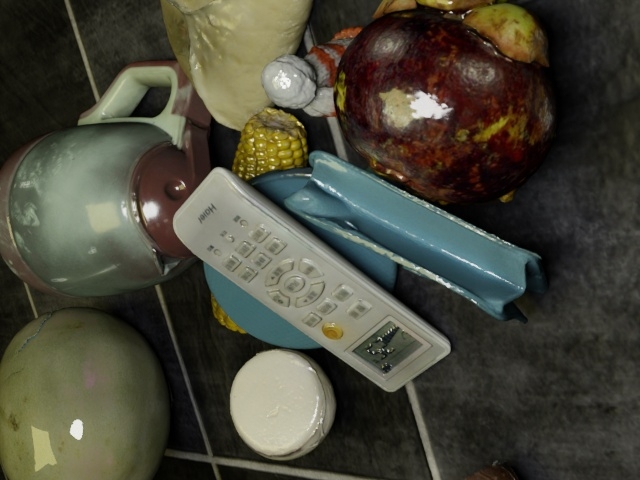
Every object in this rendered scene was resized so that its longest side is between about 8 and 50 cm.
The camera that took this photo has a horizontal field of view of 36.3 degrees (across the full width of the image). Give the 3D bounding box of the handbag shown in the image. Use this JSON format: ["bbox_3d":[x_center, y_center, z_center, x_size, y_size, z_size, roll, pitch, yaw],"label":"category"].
[{"bbox_3d":[0.089,0.003,0.888,0.229,0.179,0.062,28,89,19],"label":"handbag"}]

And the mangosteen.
[{"bbox_3d":[0.117,-0.141,0.822,0.192,0.192,0.217,31,97,38],"label":"mangosteen"}]

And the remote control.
[{"bbox_3d":[-0.007,0.040,1.037,0.313,0.055,0.109,37,129,-12],"label":"remote control"}]

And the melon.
[{"bbox_3d":[-0.363,0.251,1.494,0.268,0.268,0.330,-58,41,46],"label":"melon"}]

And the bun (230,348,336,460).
[{"bbox_3d":[-0.039,0.204,1.224,0.138,0.094,0.138,-4,80,21],"label":"bun"}]

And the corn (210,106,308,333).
[{"bbox_3d":[-0.071,-0.006,1.159,0.101,0.101,0.310,42,133,31],"label":"corn"}]

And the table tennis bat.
[{"bbox_3d":[0.000,0.000,1.059,0.215,0.044,0.329,39,125,-7],"label":"table tennis bat"}]

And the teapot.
[{"bbox_3d":[-0.242,-0.083,1.261,0.312,0.233,0.315,-4,75,45],"label":"teapot"}]

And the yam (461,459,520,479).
[{"bbox_3d":[0.220,0.349,0.954,0.280,0.131,0.131,49,138,21],"label":"yam"}]

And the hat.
[{"bbox_3d":[0.005,-0.154,0.946,0.112,0.162,0.094,35,128,31],"label":"hat"}]

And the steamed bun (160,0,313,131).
[{"bbox_3d":[-0.121,-0.252,1.097,0.212,0.110,0.231,46,134,27],"label":"steamed bun"}]
